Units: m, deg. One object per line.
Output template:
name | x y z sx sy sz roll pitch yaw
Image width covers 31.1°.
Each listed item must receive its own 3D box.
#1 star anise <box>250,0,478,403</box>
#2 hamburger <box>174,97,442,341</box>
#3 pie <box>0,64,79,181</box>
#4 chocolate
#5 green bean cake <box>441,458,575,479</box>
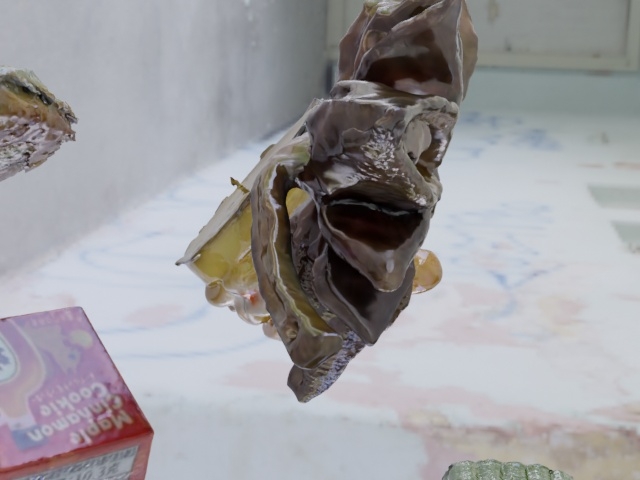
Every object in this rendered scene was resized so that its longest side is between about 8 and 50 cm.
star anise | 0.025 -0.045 0.710 0.292 0.109 0.349 89 16 -61
hamburger | 0.000 0.000 1.304 0.276 0.237 0.276 -49 -170 11
pie | -0.426 -0.112 1.336 0.085 0.308 0.308 64 1 14
chocolate | -0.334 0.194 1.326 0.237 0.235 0.108 -6 141 -43
green bean cake | 0.265 0.424 1.624 0.113 0.200 0.214 -48 140 -78
